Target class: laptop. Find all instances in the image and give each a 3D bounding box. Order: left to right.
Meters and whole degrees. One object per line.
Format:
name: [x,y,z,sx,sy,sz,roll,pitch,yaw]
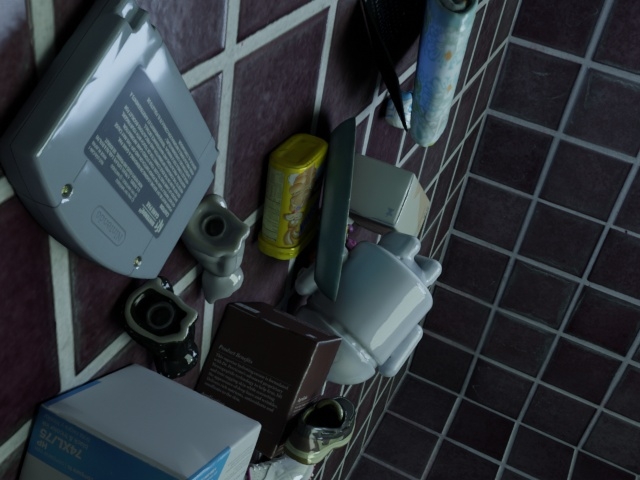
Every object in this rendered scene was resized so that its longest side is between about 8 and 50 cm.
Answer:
laptop: [0.159,-0.373,1.353,0.264,0.136,0.234,-56,163,-7]

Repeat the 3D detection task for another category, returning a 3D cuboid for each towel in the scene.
towel: [0.242,-0.422,1.481,0.321,0.090,0.375,90,9,-52]

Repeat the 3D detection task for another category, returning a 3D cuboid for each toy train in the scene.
toy train: [0.000,0.000,1.522,0.125,0.046,0.166,6,114,-53]

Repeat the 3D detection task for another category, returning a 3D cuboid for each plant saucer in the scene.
plant saucer: [0.022,-0.055,1.307,0.317,0.043,0.318,-173,-90,-89]

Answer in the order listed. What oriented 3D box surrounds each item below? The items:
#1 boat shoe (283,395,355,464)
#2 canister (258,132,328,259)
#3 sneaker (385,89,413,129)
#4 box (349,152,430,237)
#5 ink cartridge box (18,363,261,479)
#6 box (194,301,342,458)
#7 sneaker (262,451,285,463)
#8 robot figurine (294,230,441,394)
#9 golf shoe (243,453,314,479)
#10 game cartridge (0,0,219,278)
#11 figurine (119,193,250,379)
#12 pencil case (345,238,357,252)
boat shoe: [0.014,0.301,1.270,0.223,0.080,0.073,-17,133,-65]
canister: [-0.043,-0.072,1.220,0.126,0.073,0.170,-50,155,-51]
sneaker: [0.207,-0.292,1.726,0.086,0.085,0.237,-66,166,12]
box: [0.145,-0.083,1.697,0.121,0.147,0.311,-68,166,-2]
ink cartridge box: [-0.230,0.326,0.907,0.270,0.197,0.198,-71,165,10]
box: [-0.091,0.229,1.290,0.203,0.168,0.167,-68,163,2]
sneaker: [-0.099,0.518,1.815,0.227,0.087,0.130,-36,144,-67]
robot figurine: [0.084,0.143,1.526,0.353,0.300,0.199,-47,-163,-10]
golf shoe: [-0.117,0.520,1.644,0.115,0.140,0.306,-27,-170,38]
game cartridge: [-0.194,-0.078,0.751,0.198,0.062,0.297,-59,162,-16]
figurine: [-0.167,0.074,1.012,0.215,0.092,0.209,-61,171,-25]
pencil case: [0.066,0.046,1.711,0.098,0.095,0.209,-38,167,7]
